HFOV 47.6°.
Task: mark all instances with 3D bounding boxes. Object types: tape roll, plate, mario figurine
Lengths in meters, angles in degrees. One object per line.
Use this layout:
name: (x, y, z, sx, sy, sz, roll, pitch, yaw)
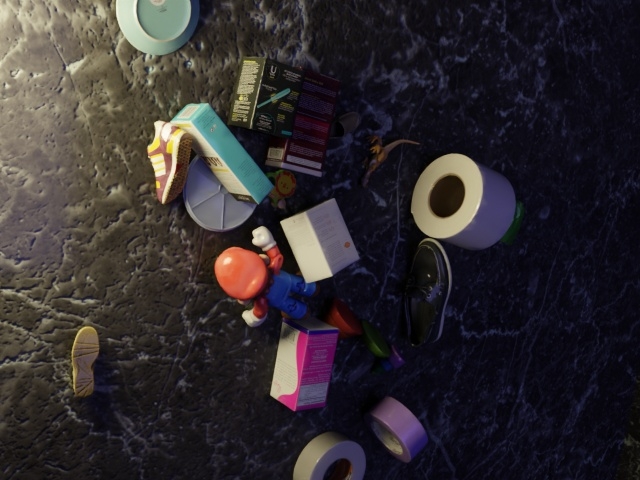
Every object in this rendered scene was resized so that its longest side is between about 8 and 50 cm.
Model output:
tape roll: (0.028, 0.667, 2.097, 0.219, 0.072, 0.219, -14, 112, -36)
tape roll: (0.405, -0.107, 2.060, 0.169, 0.246, 0.246, 16, 93, -41)
tape roll: (0.222, 0.558, 2.146, 0.080, 0.189, 0.189, -40, 125, -23)
plate: (-0.324, -0.472, 1.478, 0.188, 0.024, 0.188, -21, 124, -34)
mario figurine: (-0.148, 0.091, 1.774, 0.320, 0.170, 0.198, 31, 47, -51)

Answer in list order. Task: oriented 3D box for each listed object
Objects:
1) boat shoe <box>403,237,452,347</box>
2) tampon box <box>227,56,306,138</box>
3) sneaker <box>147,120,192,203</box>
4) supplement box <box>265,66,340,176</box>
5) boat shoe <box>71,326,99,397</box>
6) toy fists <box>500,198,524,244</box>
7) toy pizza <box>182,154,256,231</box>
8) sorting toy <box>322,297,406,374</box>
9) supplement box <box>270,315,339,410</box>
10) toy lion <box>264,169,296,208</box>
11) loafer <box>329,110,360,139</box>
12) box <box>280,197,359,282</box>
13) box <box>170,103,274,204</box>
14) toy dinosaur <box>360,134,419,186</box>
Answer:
boat shoe: (0.299, 0.165, 2.133, 0.113, 0.127, 0.340, -25, 128, -45)
tampon box: (-0.123, -0.325, 1.651, 0.120, 0.101, 0.161, 9, 96, -41)
sneaker: (-0.333, -0.168, 1.558, 0.069, 0.084, 0.185, -38, 153, -55)
supplement box: (-0.042, -0.283, 1.743, 0.130, 0.073, 0.239, 10, 94, -41)
boat shoe: (-0.507, 0.258, 1.557, 0.056, 0.048, 0.153, -1, 98, -27)
toy fists: (0.546, -0.084, 2.285, 0.279, 0.096, 0.142, 17, 102, -43)
toy pizza: (-0.229, -0.121, 1.670, 0.201, 0.032, 0.201, -8, 103, -35)
sorting toy: (0.101, 0.298, 2.049, 0.126, 0.127, 0.365, -39, 133, 12)
supplement box: (-0.043, 0.321, 1.907, 0.114, 0.111, 0.220, 4, 102, -41)
toy lion: (-0.104, -0.134, 1.775, 0.100, 0.034, 0.096, 34, 74, -40)
loafer: (0.051, -0.286, 1.841, 0.148, 0.050, 0.056, -32, 121, -28)
box: (0.000, 0.000, 1.803, 0.130, 0.091, 0.170, -28, 98, -50)
box: (-0.212, -0.187, 1.586, 0.060, 0.100, 0.244, -50, 123, -19)
toy dinosaur: (0.165, -0.237, 1.956, 0.211, 0.064, 0.112, -45, 145, -9)
